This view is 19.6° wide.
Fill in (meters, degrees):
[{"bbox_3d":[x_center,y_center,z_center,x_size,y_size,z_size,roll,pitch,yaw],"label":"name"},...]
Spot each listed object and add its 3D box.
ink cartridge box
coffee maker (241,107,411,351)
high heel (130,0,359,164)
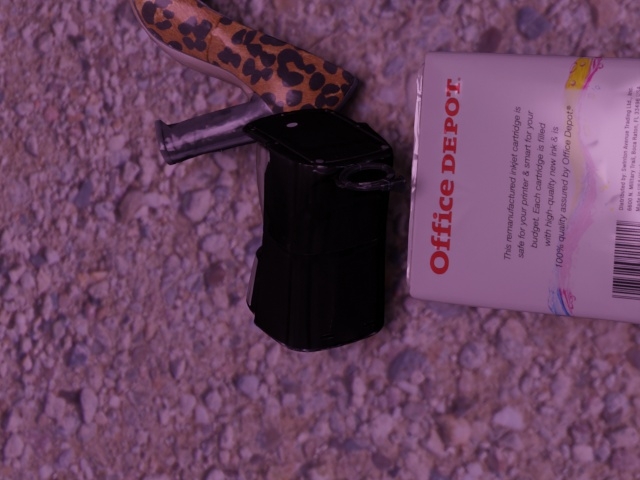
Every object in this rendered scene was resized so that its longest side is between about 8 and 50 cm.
[{"bbox_3d":[0.220,-0.042,1.463,0.278,0.117,0.201,5,94,29],"label":"ink cartridge box"},{"bbox_3d":[0.000,0.000,1.554,0.120,0.171,0.178,-3,115,-10],"label":"coffee maker"},{"bbox_3d":[-0.071,-0.207,1.661,0.186,0.093,0.261,-14,76,13],"label":"high heel"}]
